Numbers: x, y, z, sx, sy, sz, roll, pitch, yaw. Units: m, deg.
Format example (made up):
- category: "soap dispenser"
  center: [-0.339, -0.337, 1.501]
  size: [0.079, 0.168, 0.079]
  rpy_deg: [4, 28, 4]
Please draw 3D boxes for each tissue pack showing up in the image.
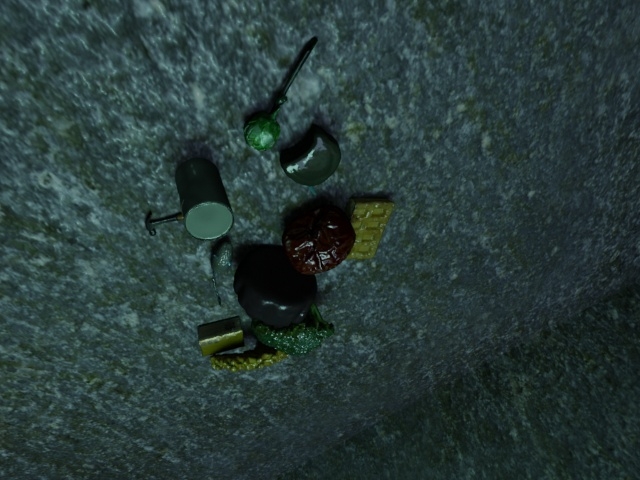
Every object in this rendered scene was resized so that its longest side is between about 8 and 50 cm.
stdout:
- category: "tissue pack"
  center: [-0.382, 0.375, 1.672]
  size: [0.170, 0.082, 0.119]
  rpy_deg: [-12, 136, -15]

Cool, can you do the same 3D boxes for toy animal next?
- category: "toy animal"
  center: [-0.339, 0.103, 1.445]
  size: [0.070, 0.079, 0.252]
  rpy_deg: [14, 124, -9]

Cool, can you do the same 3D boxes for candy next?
- category: "candy"
  center: [-0.096, -0.379, 1.129]
  size: [0.097, 0.097, 0.323]
  rpy_deg: [21, 112, -38]

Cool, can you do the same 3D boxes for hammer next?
- category: "hammer"
  center: [-0.419, -0.071, 1.287]
  size: [0.201, 0.021, 0.078]
  rpy_deg: [-16, 135, -11]

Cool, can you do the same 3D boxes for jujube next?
- category: "jujube"
  center: [0.000, 0.000, 1.416]
  size: [0.232, 0.212, 0.212]
  rpy_deg: [-30, 136, 2]

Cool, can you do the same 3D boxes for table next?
- category: "table"
  center: [-0.313, -0.113, 1.156]
  size: [0.127, 0.219, 0.126]
  rpy_deg: [-13, 134, -14]

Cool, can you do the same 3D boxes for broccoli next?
- category: "broccoli"
  center: [-0.109, 0.294, 1.607]
  size: [0.308, 0.308, 0.274]
  rpy_deg: [-5, 103, -22]

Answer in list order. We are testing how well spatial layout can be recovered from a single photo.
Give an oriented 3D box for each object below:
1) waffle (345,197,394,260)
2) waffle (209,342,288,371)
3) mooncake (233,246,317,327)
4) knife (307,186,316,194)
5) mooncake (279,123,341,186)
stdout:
- category: "waffle"
  center: [0.151, -0.040, 1.561]
  size: [0.168, 0.057, 0.273]
  rpy_deg: [-3, 131, -24]
- category: "waffle"
  center: [-0.262, 0.455, 1.677]
  size: [0.293, 0.068, 0.260]
  rpy_deg: [-6, 178, -40]
- category: "mooncake"
  center: [-0.152, 0.154, 1.441]
  size: [0.283, 0.282, 0.141]
  rpy_deg: [7, 131, -30]
- category: "knife"
  center: [-0.034, -0.173, 1.387]
  size: [0.014, 0.005, 0.091]
  rpy_deg: [-31, 136, 7]
- category: "mooncake"
  center: [-0.032, -0.247, 1.252]
  size: [0.175, 0.104, 0.168]
  rpy_deg: [-17, 138, -8]
